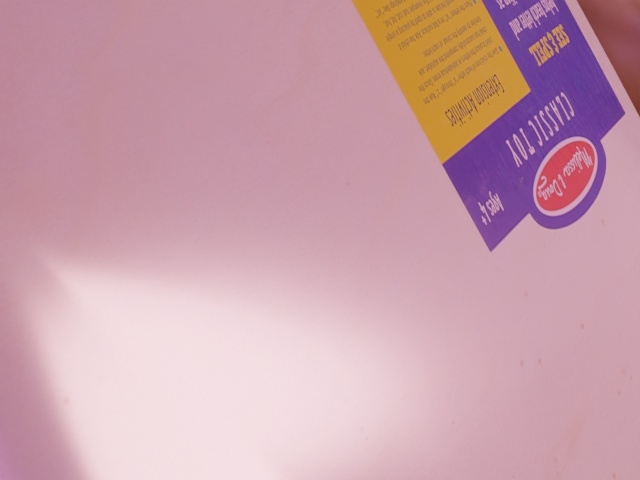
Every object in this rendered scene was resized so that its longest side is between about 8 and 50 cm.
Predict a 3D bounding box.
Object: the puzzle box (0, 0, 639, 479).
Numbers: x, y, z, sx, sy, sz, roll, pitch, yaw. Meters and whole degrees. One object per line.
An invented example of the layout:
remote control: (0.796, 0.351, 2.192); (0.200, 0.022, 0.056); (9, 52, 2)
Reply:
puzzle box: (0.000, 0.000, 0.471); (0.272, 0.052, 0.409); (60, 31, -5)

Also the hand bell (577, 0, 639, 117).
hand bell: (0.049, -0.137, 0.757); (0.242, 0.126, 0.126); (33, 32, -12)
